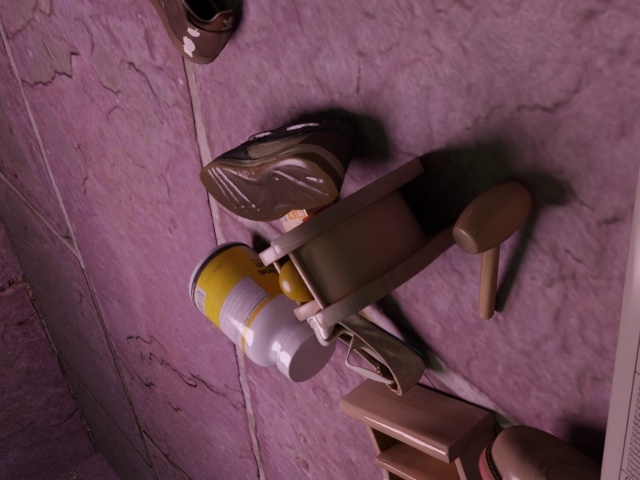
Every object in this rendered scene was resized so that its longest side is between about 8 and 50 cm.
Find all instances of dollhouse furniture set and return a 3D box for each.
[{"bbox_3d":[0.012,0.355,0.743,0.362,0.394,0.256,9,125,55],"label":"dollhouse furniture set"}]

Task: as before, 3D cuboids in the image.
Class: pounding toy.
[{"bbox_3d":[0.046,0.036,0.630,0.155,0.154,0.269,59,153,-1],"label":"pounding toy"}]

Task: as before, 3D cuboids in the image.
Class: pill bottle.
[{"bbox_3d":[-0.068,0.086,0.917,0.184,0.103,0.103,37,145,35],"label":"pill bottle"}]

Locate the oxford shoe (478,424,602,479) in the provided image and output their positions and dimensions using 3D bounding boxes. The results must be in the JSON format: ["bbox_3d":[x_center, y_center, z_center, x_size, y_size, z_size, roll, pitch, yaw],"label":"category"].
[{"bbox_3d":[0.262,0.204,0.531,0.348,0.123,0.130,27,113,46],"label":"oxford shoe"}]

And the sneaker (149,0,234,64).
[{"bbox_3d":[-0.148,-0.268,0.756,0.188,0.066,0.071,52,135,0],"label":"sneaker"}]

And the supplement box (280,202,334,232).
[{"bbox_3d":[0.000,0.000,0.792,0.062,0.036,0.098,-8,111,61],"label":"supplement box"}]

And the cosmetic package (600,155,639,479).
[{"bbox_3d":[0.236,0.043,0.354,0.160,0.113,0.309,42,148,47],"label":"cosmetic package"}]

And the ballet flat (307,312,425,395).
[{"bbox_3d":[0.029,0.096,0.779,0.168,0.052,0.057,33,157,12],"label":"ballet flat"}]

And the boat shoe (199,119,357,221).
[{"bbox_3d":[-0.040,-0.071,0.751,0.080,0.073,0.223,49,153,-23],"label":"boat shoe"}]
